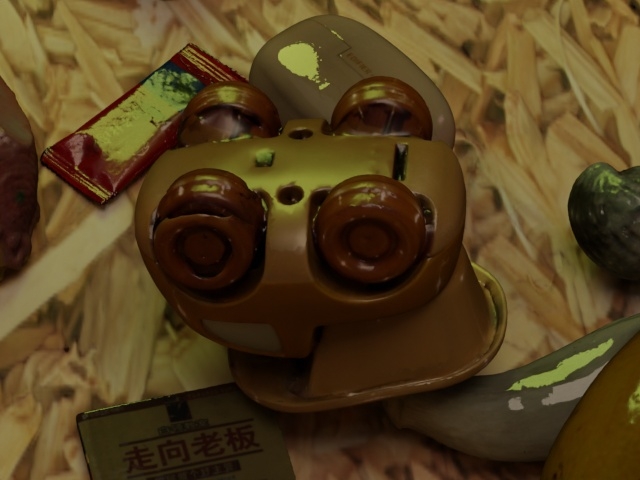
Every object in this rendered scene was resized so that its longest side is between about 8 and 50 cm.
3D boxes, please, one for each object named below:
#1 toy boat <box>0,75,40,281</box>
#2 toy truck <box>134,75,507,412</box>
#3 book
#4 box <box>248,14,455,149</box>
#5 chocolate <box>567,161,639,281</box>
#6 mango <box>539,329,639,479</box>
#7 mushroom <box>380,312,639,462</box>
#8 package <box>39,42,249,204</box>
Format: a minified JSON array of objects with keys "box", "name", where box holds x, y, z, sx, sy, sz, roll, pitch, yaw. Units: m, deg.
[{"box":[-0.321,-0.110,1.740,0.141,0.099,0.318,16,34,-52],"name":"toy boat"},{"box":[0.000,0.000,1.588,0.288,0.212,0.204,-3,35,8],"name":"toy truck"},{"box":[-0.089,0.219,1.554,0.161,0.026,0.231,-10,54,-15],"name":"book"},{"box":[0.028,-0.121,1.797,0.146,0.088,0.200,-33,64,-30],"name":"box"},{"box":[0.337,-0.004,1.743,0.248,0.110,0.110,12,51,2],"name":"chocolate"},{"box":[0.329,0.169,1.491,0.300,0.232,0.446,44,61,-19],"name":"mango"},{"box":[0.186,0.127,1.621,0.270,0.103,0.118,-10,52,-10],"name":"mushroom"},{"box":[-0.157,-0.109,1.805,0.083,0.022,0.200,37,58,20],"name":"package"}]
